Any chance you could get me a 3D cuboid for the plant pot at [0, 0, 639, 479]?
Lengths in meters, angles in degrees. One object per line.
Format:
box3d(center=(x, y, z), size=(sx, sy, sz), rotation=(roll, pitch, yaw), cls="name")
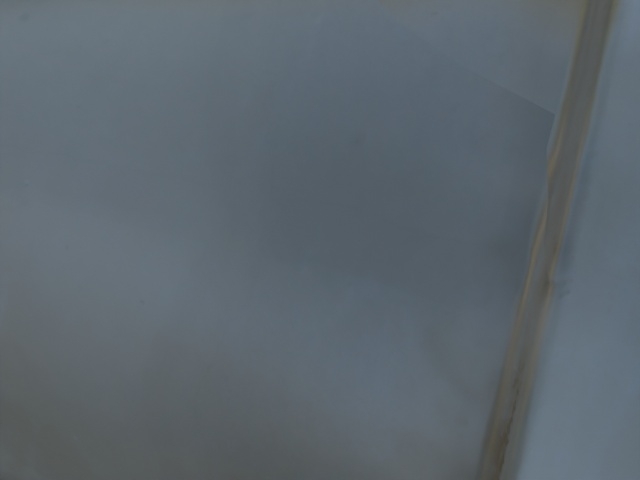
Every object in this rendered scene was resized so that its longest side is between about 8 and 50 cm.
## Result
box3d(center=(0.000, 0.000, 0.553), size=(0.280, 0.323, 0.323), rotation=(12, 76, 8), cls="plant pot")
